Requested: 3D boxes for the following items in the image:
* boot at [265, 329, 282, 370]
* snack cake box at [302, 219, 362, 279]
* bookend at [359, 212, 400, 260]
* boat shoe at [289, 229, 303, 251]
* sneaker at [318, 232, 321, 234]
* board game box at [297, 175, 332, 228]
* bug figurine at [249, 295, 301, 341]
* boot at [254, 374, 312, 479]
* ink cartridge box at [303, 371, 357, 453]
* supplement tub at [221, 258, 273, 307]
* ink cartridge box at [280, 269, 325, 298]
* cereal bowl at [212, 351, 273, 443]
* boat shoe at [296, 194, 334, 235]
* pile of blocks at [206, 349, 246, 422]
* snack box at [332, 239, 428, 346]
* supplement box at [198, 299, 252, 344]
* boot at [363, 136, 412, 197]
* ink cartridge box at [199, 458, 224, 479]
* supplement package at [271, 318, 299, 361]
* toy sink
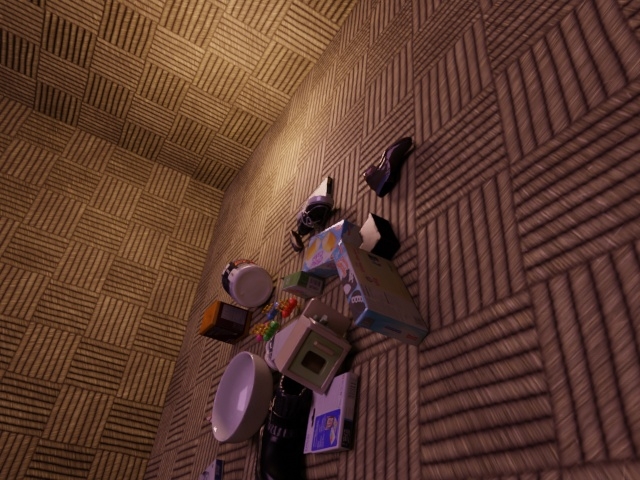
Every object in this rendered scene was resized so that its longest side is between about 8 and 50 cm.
[{"bbox_3d":[-0.171,0.425,1.876,0.086,0.069,0.190,-57,21,10],"label":"boot"},{"bbox_3d":[0.042,0.041,1.744,0.264,0.089,0.152,-28,43,58],"label":"snack cake box"},{"bbox_3d":[0.161,0.022,1.513,0.157,0.073,0.156,-57,23,24],"label":"bookend"},{"bbox_3d":[-0.120,0.001,2.196,0.049,0.056,0.152,-55,25,15],"label":"boat shoe"},{"bbox_3d":[0.000,0.000,1.955,0.035,0.031,0.083,-38,35,49],"label":"sneaker"},{"bbox_3d":[-0.029,-0.168,2.193,0.260,0.030,0.136,-44,29,44],"label":"board game box"},{"bbox_3d":[-0.189,0.322,1.967,0.216,0.072,0.279,-54,12,-23],"label":"bug figurine"},{"bbox_3d":[-0.100,0.586,1.451,0.259,0.131,0.348,-65,21,14],"label":"boot"},{"bbox_3d":[0.028,0.501,1.376,0.208,0.045,0.206,-41,32,51],"label":"ink cartridge box"},{"bbox_3d":[-0.373,0.203,2.373,0.338,0.207,0.206,14,82,67],"label":"supplement tub"},{"bbox_3d":[-0.082,0.177,1.864,0.209,0.109,0.062,-24,47,59],"label":"ink cartridge box"},{"bbox_3d":[-0.279,0.608,1.836,0.339,0.141,0.338,-44,32,38],"label":"cereal bowl"},{"bbox_3d":[-0.033,-0.097,2.023,0.306,0.113,0.104,-32,47,59],"label":"boat shoe"},{"bbox_3d":[-0.352,0.657,2.051,0.112,0.149,0.361,74,-154,-47],"label":"pile of blocks"},{"bbox_3d":[0.149,0.130,1.280,0.060,0.187,0.321,-58,23,22],"label":"snack box"},{"bbox_3d":[-0.479,0.418,2.416,0.191,0.194,0.128,-40,34,48],"label":"supplement box"},{"bbox_3d":[0.246,-0.243,1.614,0.219,0.082,0.106,-46,51,32],"label":"boot"},{"bbox_3d":[-0.468,1.055,1.965,0.223,0.045,0.223,-55,25,28],"label":"ink cartridge box"},{"bbox_3d":[-0.084,0.366,1.688,0.179,0.105,0.105,-43,32,47],"label":"supplement package"},{"bbox_3d":[-0.008,0.314,1.440,0.234,0.153,0.131,-58,12,-6],"label":"toy sink"}]
